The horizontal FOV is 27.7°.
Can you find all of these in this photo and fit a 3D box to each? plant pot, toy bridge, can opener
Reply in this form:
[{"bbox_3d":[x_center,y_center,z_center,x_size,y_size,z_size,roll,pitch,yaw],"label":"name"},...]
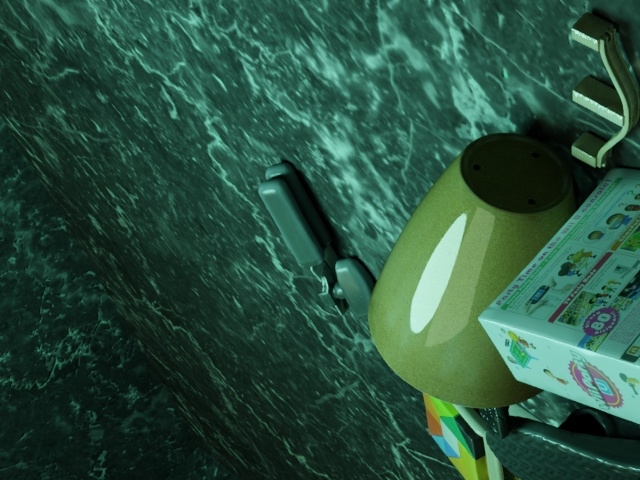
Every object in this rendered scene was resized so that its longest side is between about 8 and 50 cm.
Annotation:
[{"bbox_3d":[0.184,0.015,1.408,0.237,0.237,0.254,38,145,23],"label":"plant pot"},{"bbox_3d":[0.267,-0.129,1.214,0.063,0.026,0.188,33,157,30],"label":"toy bridge"},{"bbox_3d":[0.000,0.000,1.967,0.093,0.074,0.280,-14,125,28],"label":"can opener"}]

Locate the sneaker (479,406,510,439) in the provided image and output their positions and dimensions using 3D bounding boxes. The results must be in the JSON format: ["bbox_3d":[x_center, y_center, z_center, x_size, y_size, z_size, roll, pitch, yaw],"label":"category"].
[{"bbox_3d":[0.238,0.163,1.669,0.051,0.089,0.170,5,115,68],"label":"sneaker"}]

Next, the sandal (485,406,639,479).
[{"bbox_3d":[0.412,0.283,1.632,0.446,0.107,0.167,5,135,44],"label":"sandal"}]

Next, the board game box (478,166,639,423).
[{"bbox_3d":[0.324,0.053,1.159,0.303,0.224,0.097,16,147,55],"label":"board game box"}]

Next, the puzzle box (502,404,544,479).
[{"bbox_3d":[0.426,0.422,1.909,0.409,0.052,0.272,33,156,33],"label":"puzzle box"}]

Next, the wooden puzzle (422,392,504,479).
[{"bbox_3d":[0.216,0.303,2.023,0.221,0.044,0.238,50,166,45],"label":"wooden puzzle"}]
